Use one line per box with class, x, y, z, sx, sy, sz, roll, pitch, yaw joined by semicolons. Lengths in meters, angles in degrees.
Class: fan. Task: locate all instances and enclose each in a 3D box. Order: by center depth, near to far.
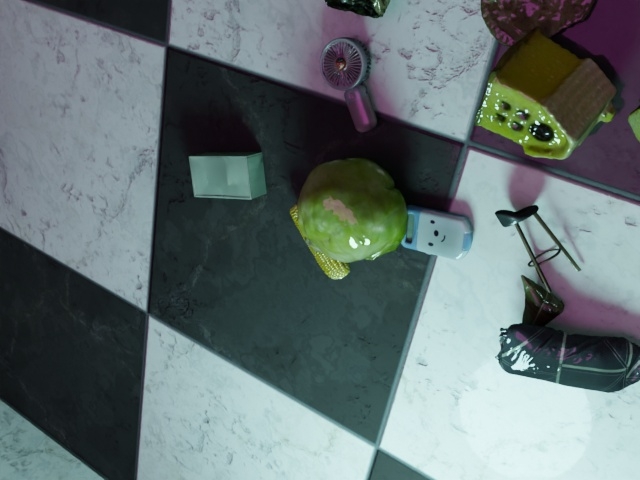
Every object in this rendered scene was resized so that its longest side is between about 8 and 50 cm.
fan;0.084;-0.397;1.587;0.130;0.074;0.244;-16;98;35

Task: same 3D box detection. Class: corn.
corn;0.000;0.000;1.779;0.081;0.081;0.248;-32;89;37

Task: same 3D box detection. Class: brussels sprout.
brussels sprout;0.074;-0.083;1.616;0.317;0.242;0.273;-2;121;41

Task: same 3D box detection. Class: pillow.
pillow;0.589;0.277;1.464;0.335;0.092;0.161;10;129;17

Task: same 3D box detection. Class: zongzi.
zongzi;0.499;0.166;1.521;0.130;0.062;0.154;37;130;3

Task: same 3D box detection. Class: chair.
chair;0.507;0.003;1.450;0.095;0.104;0.221;-34;92;11

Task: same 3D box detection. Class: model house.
model house;0.472;-0.288;1.271;0.234;0.193;0.174;34;155;23

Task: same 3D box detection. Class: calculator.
calculator;0.292;-0.022;1.607;0.210;0.039;0.121;16;113;29

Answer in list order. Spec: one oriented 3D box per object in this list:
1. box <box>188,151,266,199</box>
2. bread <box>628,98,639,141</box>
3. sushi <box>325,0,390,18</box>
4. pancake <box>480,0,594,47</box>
box;-0.281;-0.200;1.887;0.225;0.086;0.129;5;109;32
bread;0.709;-0.259;1.163;0.257;0.186;0.124;-25;96;45
sushi;0.104;-0.691;1.389;0.171;0.211;0.350;21;108;33
pancake;0.461;-0.522;1.318;0.222;0.042;0.236;43;122;14
